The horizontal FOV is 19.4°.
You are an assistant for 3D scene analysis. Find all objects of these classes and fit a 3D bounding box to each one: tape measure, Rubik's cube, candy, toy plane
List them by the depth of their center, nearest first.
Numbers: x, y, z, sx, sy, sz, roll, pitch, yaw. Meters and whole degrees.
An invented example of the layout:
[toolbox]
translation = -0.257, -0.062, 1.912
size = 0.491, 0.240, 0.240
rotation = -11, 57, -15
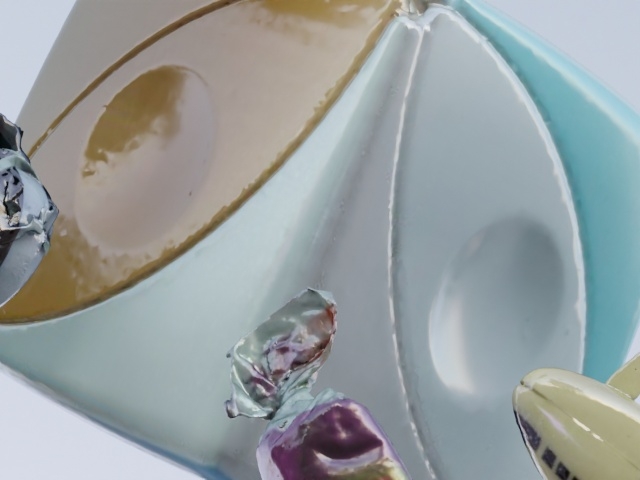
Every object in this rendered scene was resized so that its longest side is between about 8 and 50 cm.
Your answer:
[candy]
translation = 0.014, 0.092, 0.550
size = 0.045, 0.175, 0.043
rotation = -19, -23, -13
[tape measure]
translation = -0.177, -0.008, 0.943
size = 0.091, 0.094, 0.054
rotation = -41, -49, 14
[toy plane]
translation = 0.208, 0.155, 0.995
size = 0.104, 0.242, 0.256
rotation = -40, -90, -10
[Rubik's cube]
translation = 0.000, 0.000, 1.304
size = 0.351, 0.347, 0.352
rotation = 29, -96, -44
